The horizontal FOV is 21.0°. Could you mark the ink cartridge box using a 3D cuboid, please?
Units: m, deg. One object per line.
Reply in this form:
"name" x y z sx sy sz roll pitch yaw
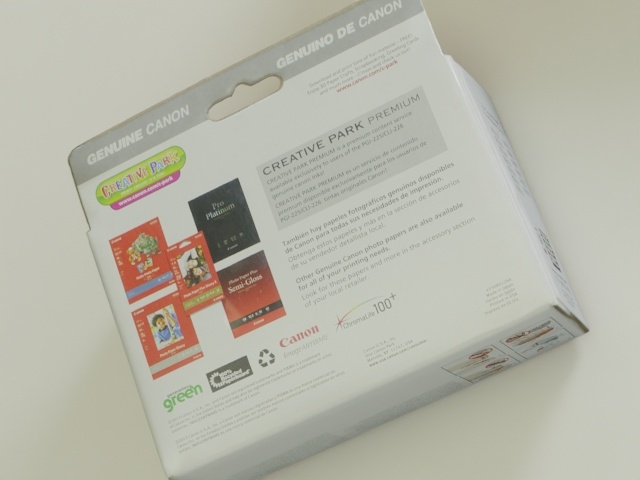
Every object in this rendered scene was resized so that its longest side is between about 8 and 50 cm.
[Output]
"ink cartridge box" 0.000 0.000 1.287 0.309 0.130 0.272 -25 71 13
